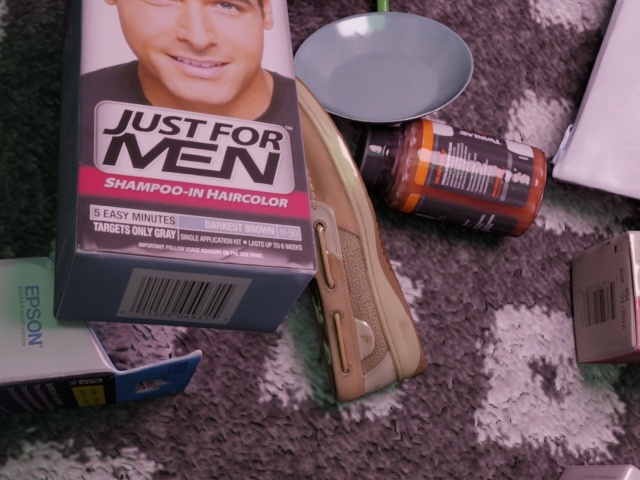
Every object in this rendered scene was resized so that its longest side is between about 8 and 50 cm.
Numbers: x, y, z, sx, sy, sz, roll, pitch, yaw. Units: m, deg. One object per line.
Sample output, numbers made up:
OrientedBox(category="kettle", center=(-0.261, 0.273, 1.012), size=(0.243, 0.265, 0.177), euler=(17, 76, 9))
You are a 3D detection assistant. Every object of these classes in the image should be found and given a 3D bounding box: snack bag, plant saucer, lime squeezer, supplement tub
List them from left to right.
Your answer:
OrientedBox(category="lime squeezer", center=(0.024, -0.363, 1.181), size=(0.110, 0.059, 0.310), euler=(-38, 88, 14))
OrientedBox(category="plant saucer", center=(0.067, -0.178, 1.098), size=(0.195, 0.037, 0.195), euler=(-2, 47, 2))
OrientedBox(category="supplement tub", center=(0.137, -0.073, 1.100), size=(0.198, 0.106, 0.106), euler=(13, 76, -8))
OrientedBox(category="snack bag", center=(0.453, -0.169, 1.075), size=(0.342, 0.037, 0.323), euler=(18, 79, 21))

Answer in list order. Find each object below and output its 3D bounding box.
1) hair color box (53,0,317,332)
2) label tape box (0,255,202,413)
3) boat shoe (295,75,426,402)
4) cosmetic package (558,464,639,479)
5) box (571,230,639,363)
OrientedBox(category="hair color box", center=(-0.123, -0.115, 0.871), size=(0.185, 0.113, 0.374), euler=(6, 56, -20))
OrientedBox(category="label tape box", center=(-0.293, 0.094, 0.909), size=(0.347, 0.249, 0.115), euler=(-6, 77, -12))
OrientedBox(category="boat shoe", center=(0.000, 0.000, 1.033), size=(0.110, 0.121, 0.341), euler=(-22, 94, -6))
OrientedBox(category="cosmetic package", center=(0.255, 0.424, 0.987), size=(0.197, 0.155, 0.365), euler=(35, 73, -2))
OrientedBox(category="box", center=(0.410, 0.067, 1.097), size=(0.232, 0.148, 0.127), euler=(2, 78, -10))
